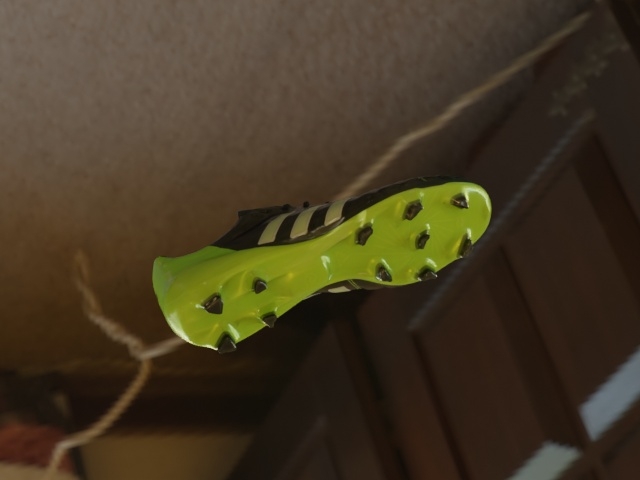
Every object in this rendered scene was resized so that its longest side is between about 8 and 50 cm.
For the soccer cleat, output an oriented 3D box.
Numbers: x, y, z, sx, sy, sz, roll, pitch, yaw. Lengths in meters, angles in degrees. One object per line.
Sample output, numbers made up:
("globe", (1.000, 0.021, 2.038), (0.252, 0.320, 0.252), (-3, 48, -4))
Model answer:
("soccer cleat", (0.000, 0.000, 0.831), (0.179, 0.072, 0.060), (-20, 125, -17))
